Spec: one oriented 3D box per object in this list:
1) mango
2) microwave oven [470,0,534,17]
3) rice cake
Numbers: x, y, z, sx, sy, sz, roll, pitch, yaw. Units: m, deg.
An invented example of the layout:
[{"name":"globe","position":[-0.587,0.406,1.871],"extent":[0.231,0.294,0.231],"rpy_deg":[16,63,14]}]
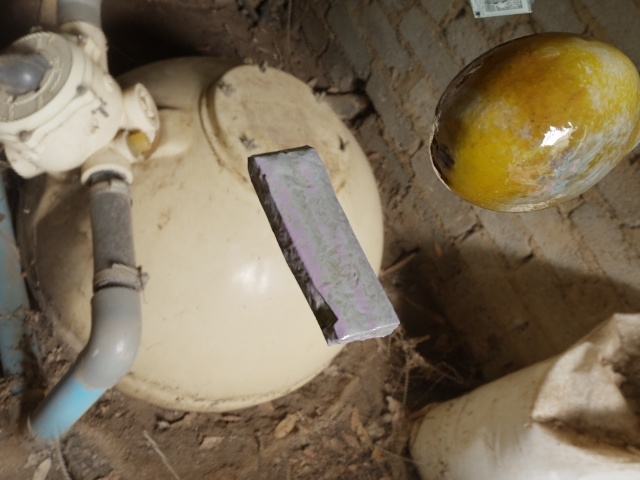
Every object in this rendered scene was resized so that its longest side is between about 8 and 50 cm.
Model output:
[{"name":"mango","position":[0.238,-0.118,0.665],"extent":[0.316,0.192,0.146],"rpy_deg":[-12,58,-41]},{"name":"microwave oven","position":[0.343,-0.551,1.236],"extent":[0.208,0.123,0.162],"rpy_deg":[47,52,-55]},{"name":"rice cake","position":[-0.001,0.002,0.881],"extent":[0.106,0.050,0.297],"rpy_deg":[-16,73,-31]}]
